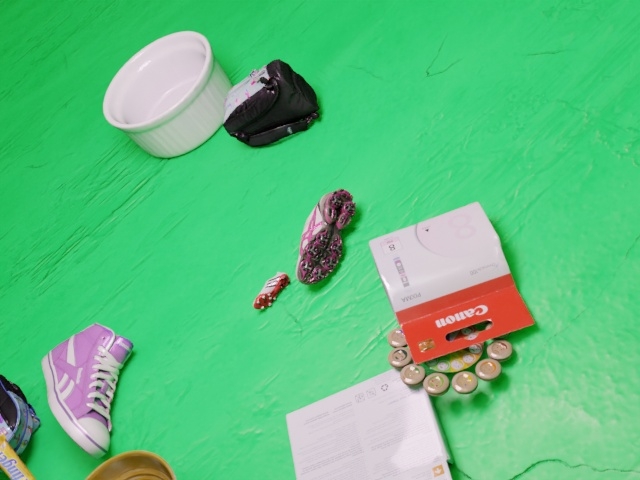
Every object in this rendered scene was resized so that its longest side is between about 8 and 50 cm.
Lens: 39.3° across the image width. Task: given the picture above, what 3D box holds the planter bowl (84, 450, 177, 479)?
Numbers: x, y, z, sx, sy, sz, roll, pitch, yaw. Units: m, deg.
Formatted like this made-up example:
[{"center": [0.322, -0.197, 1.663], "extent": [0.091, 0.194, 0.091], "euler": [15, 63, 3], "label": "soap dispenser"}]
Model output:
[{"center": [-0.282, 0.437, 1.358], "extent": [0.217, 0.090, 0.217], "euler": [-18, 48, 21], "label": "planter bowl"}]

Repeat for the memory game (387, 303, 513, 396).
[{"center": [0.188, 0.151, 1.303], "extent": [0.186, 0.012, 0.186], "euler": [-9, 41, 8], "label": "memory game"}]

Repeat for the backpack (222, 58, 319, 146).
[{"center": [-0.110, -0.272, 1.802], "extent": [0.182, 0.152, 0.115], "euler": [-29, 38, 28], "label": "backpack"}]

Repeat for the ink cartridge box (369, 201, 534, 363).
[{"center": [0.191, 0.057, 1.349], "extent": [0.189, 0.066, 0.232], "euler": [-19, 37, 2], "label": "ink cartridge box"}]

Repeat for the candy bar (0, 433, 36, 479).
[{"center": [-0.507, 0.402, 1.521], "extent": [0.040, 0.018, 0.161], "euler": [-38, 88, -9], "label": "candy bar"}]

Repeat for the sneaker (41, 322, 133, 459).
[{"center": [-0.395, 0.246, 1.585], "extent": [0.161, 0.102, 0.282], "euler": [-37, 44, -2], "label": "sneaker"}]

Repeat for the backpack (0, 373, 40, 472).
[{"center": [-0.585, 0.345, 1.615], "extent": [0.158, 0.117, 0.173], "euler": [-49, 44, -11], "label": "backpack"}]

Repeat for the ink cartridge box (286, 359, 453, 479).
[{"center": [0.070, 0.305, 1.265], "extent": [0.223, 0.045, 0.224], "euler": [-25, 44, 12], "label": "ink cartridge box"}]

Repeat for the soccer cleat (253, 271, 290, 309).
[{"center": [-0.089, 0.087, 1.565], "extent": [0.083, 0.029, 0.036], "euler": [-47, 35, -13], "label": "soccer cleat"}]

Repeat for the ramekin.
[{"center": [-0.324, -0.313, 1.967], "extent": [0.277, 0.135, 0.277], "euler": [-18, 48, 21], "label": "ramekin"}]

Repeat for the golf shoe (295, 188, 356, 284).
[{"center": [0.000, 0.000, 1.559], "extent": [0.086, 0.067, 0.186], "euler": [-20, 40, 57], "label": "golf shoe"}]
